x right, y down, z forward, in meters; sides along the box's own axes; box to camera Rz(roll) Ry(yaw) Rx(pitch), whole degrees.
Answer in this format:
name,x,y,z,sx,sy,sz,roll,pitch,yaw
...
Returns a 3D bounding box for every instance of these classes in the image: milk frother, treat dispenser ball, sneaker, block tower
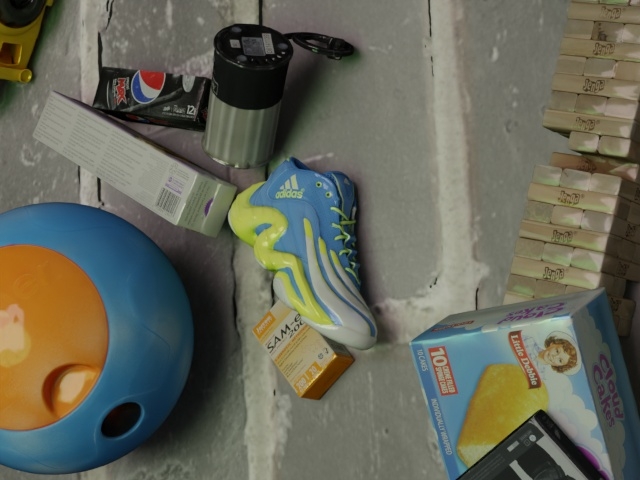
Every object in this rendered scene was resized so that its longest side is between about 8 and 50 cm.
name,x,y,z,sx,sy,sz,roll,pitch,yaw
milk frother,-0.047,-0.160,1.443,0.143,0.129,0.134,13,131,1
treat dispenser ball,-0.278,0.103,1.423,0.288,0.288,0.288,-8,75,34
sneaker,0.000,0.000,1.372,0.126,0.091,0.240,-53,56,14
block tower,0.253,-0.072,1.210,0.091,0.097,0.335,12,89,36

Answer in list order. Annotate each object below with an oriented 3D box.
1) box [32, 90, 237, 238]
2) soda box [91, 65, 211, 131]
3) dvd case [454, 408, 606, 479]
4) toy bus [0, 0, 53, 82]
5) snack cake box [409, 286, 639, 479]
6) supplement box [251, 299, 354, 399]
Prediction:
name,x,y,z,sx,sy,sz,roll,pitch,yaw
box,-0.218,-0.091,1.532,0.324,0.063,0.067,28,96,44
soda box,-0.183,-0.163,1.553,0.169,0.060,0.053,10,83,36
dvd case,0.198,0.279,1.092,0.238,0.029,0.179,48,122,9
toy bus,-0.466,-0.258,1.683,0.149,0.220,0.211,18,97,40
snack cake box,0.193,0.186,1.140,0.152,0.089,0.264,-13,97,33
supplement box,-0.019,0.109,1.395,0.062,0.036,0.098,-50,57,15
